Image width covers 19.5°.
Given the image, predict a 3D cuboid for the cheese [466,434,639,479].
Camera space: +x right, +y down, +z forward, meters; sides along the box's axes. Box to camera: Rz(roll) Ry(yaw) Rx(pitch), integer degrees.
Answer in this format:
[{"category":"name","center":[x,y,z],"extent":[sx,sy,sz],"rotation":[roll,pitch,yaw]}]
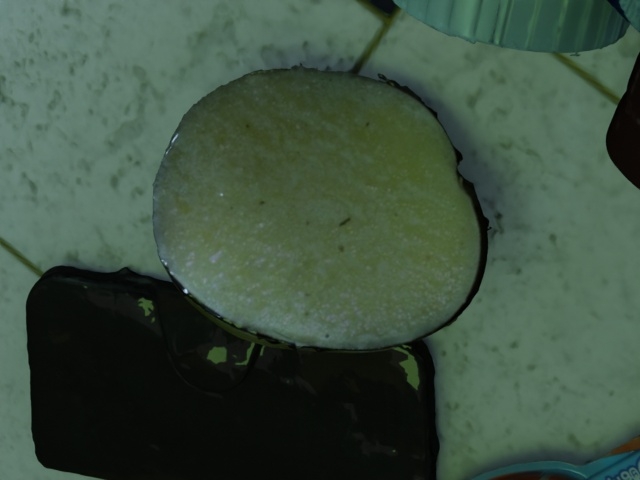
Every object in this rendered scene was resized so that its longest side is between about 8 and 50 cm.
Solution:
[{"category":"cheese","center":[0.168,0.169,1.190],"extent":[0.256,0.037,0.106],"rotation":[-36,95,35]}]

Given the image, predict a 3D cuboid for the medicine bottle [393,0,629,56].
[{"category":"medicine bottle","center":[0.125,-0.262,0.937],"extent":[0.158,0.158,0.318],"rotation":[20,120,17]}]

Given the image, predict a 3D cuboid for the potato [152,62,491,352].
[{"category":"potato","center":[0.000,0.000,1.146],"extent":[0.202,0.182,0.117],"rotation":[9,156,3]}]

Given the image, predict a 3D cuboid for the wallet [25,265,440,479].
[{"category":"wallet","center":[-0.066,0.113,1.278],"extent":[0.310,0.042,0.165],"rotation":[10,118,22]}]

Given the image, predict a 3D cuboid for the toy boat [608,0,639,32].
[{"category":"toy boat","center":[0.264,-0.173,0.852],"extent":[0.291,0.067,0.220],"rotation":[3,119,3]}]

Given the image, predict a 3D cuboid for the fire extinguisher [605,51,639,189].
[{"category":"fire extinguisher","center":[0.262,-0.172,0.946],"extent":[0.114,0.135,0.337],"rotation":[57,139,46]}]
